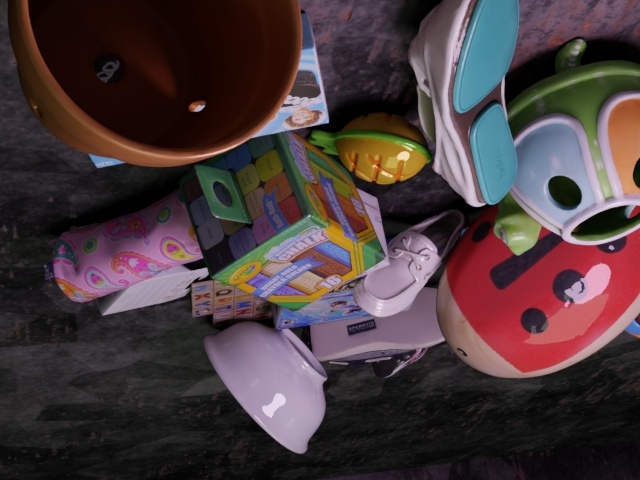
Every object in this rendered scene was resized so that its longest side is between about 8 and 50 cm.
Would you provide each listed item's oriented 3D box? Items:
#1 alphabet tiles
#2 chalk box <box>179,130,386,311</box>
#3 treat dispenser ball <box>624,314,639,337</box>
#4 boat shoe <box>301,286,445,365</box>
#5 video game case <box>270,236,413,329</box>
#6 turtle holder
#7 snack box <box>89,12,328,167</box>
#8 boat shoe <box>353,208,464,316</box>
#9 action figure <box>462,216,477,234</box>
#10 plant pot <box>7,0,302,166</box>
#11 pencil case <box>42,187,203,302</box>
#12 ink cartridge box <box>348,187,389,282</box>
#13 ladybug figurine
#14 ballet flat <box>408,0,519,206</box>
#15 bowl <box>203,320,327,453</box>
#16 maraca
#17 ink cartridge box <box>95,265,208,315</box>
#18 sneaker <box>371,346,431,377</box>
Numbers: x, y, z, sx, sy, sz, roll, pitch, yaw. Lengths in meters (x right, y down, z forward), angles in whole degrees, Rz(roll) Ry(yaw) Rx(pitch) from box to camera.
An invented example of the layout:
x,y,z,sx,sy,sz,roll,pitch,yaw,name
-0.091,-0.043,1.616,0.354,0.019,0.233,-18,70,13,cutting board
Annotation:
x,y,z,sx,sy,sz,roll,pitch,yaw,name
-0.145,0.112,2.214,0.198,0.009,0.237,-10,157,-10,alphabet tiles
-0.070,-0.040,1.683,0.179,0.180,0.289,-31,151,19,chalk box
0.598,0.033,2.010,0.288,0.288,0.288,-9,156,-4,treat dispenser ball
0.143,0.180,2.383,0.341,0.127,0.158,-10,164,19,boat shoe
0.054,0.080,2.161,0.270,0.061,0.244,-8,156,-11,video game case
0.350,-0.110,1.663,0.320,0.227,0.243,-23,154,26,turtle holder
-0.158,-0.186,1.496,0.322,0.060,0.187,-11,157,2,snack box
0.151,0.025,1.953,0.277,0.098,0.096,-42,164,-44,boat shoe
0.232,-0.005,2.099,0.038,0.030,0.115,5,154,-41,action figure
-0.191,-0.205,1.214,0.291,0.290,0.203,3,170,-27,plant pot
-0.282,0.004,1.807,0.284,0.124,0.124,-19,155,20,pencil case
0.000,0.000,1.892,0.176,0.127,0.128,-26,151,30,ink cartridge box
0.359,0.041,1.891,0.449,0.305,0.162,-42,151,23,ladybug figurine
0.173,-0.199,1.494,0.139,0.139,0.400,-11,141,2,ballet flat
-0.082,0.257,2.274,0.134,0.298,0.298,-41,150,5,bowl
0.070,-0.132,1.672,0.186,0.099,0.127,6,164,33,maraca
-0.288,0.070,2.066,0.179,0.045,0.145,-15,163,-40,ink cartridge box
0.186,0.258,2.619,0.077,0.072,0.178,-5,164,-39,sneaker
